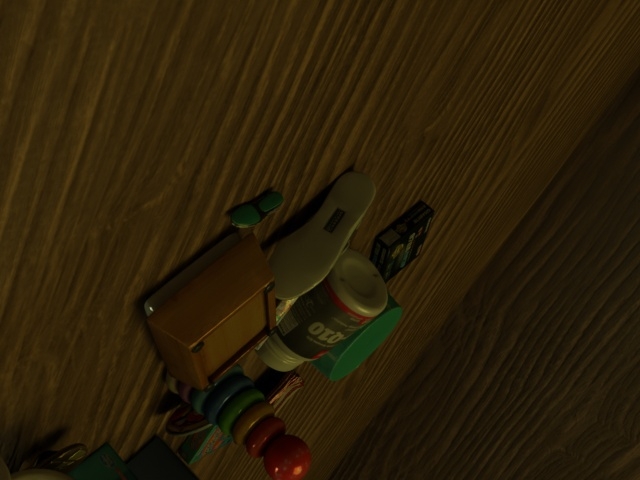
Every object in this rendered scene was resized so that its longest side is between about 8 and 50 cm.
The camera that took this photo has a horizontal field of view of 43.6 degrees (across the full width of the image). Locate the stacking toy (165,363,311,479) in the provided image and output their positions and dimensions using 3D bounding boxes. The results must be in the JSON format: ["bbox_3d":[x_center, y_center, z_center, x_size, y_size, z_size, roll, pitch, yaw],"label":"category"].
[{"bbox_3d":[-0.149,0.336,1.538,0.141,0.330,0.141,-37,152,-24],"label":"stacking toy"}]

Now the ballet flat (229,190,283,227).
[{"bbox_3d":[-0.109,-0.045,1.336,0.114,0.041,0.041,-31,155,-37],"label":"ballet flat"}]

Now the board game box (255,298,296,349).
[{"bbox_3d":[-0.102,0.131,1.610,0.026,0.103,0.154,28,108,-27],"label":"board game box"}]

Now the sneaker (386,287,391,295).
[{"bbox_3d":[0.104,0.252,2.272,0.256,0.094,0.151,-38,153,-30],"label":"sneaker"}]

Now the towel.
[{"bbox_3d":[-0.133,0.462,2.191,0.237,0.037,0.329,-49,170,-9],"label":"towel"}]

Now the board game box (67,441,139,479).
[{"bbox_3d":[-0.462,0.588,1.507,0.336,0.254,0.079,-35,158,-30],"label":"board game box"}]

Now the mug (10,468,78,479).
[{"bbox_3d":[-0.419,0.535,1.273,0.276,0.374,0.328,-77,-172,-48],"label":"mug"}]

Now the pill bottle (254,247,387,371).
[{"bbox_3d":[-0.010,0.152,1.672,0.283,0.161,0.161,-41,167,33],"label":"pill bottle"}]

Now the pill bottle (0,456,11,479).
[{"bbox_3d":[-0.559,0.399,1.083,0.272,0.152,0.152,-50,161,9],"label":"pill bottle"}]

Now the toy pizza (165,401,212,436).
[{"bbox_3d":[-0.243,0.342,1.695,0.201,0.032,0.201,-25,-166,7],"label":"toy pizza"}]

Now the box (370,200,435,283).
[{"bbox_3d":[0.205,0.016,2.098,0.175,0.051,0.220,-38,158,-25],"label":"box"}]

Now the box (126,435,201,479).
[{"bbox_3d":[-0.407,0.639,1.829,0.296,0.183,0.294,-41,161,-22],"label":"box"}]

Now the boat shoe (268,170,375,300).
[{"bbox_3d":[0.000,0.000,1.541,0.301,0.108,0.102,-55,171,-20],"label":"boat shoe"}]

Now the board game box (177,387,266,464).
[{"bbox_3d":[-0.248,0.470,2.038,0.210,0.047,0.160,-13,141,-58],"label":"board game box"}]

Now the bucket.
[{"bbox_3d":[0.048,0.184,1.895,0.281,0.183,0.281,-40,160,-18],"label":"bucket"}]

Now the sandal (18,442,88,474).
[{"bbox_3d":[-0.493,0.395,1.385,0.180,0.049,0.072,-29,151,-6],"label":"sandal"}]

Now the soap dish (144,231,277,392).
[{"bbox_3d":[-0.181,0.137,1.417,0.229,0.118,0.291,-40,161,-20],"label":"soap dish"}]
